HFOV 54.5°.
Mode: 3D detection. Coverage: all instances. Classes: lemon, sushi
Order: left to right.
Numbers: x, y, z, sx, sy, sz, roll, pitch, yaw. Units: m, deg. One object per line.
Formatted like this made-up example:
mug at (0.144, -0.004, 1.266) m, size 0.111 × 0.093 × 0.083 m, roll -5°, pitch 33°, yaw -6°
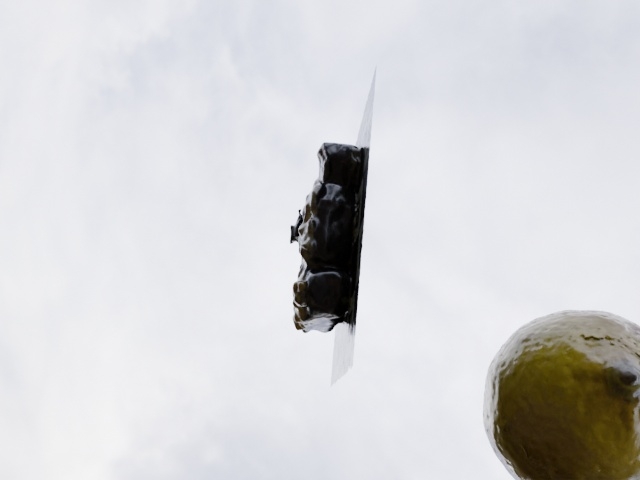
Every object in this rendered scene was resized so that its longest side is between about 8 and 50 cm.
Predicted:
sushi at (0.000, 0.000, 0.495) m, size 0.192 × 0.050 × 0.215 m, roll 102°, pitch -5°, yaw -73°
lemon at (0.310, 0.196, 0.722) m, size 0.228 × 0.253 × 0.229 m, roll -14°, pitch -115°, yaw 33°
